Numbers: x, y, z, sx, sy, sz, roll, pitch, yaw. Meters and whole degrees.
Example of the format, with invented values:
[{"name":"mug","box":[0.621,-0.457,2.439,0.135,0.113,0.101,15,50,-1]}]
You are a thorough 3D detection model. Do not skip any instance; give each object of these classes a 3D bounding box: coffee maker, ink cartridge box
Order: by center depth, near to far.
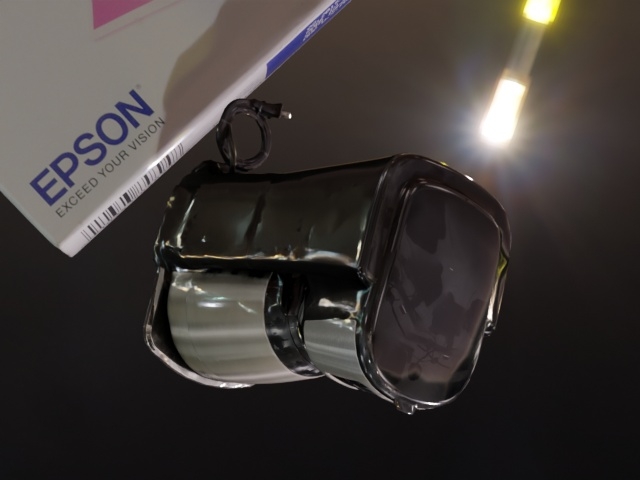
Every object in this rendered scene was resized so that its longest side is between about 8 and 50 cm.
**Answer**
[{"name":"coffee maker","box":[0.000,0.000,0.680,0.120,0.171,0.178,-6,-178,-44]},{"name":"ink cartridge box","box":[-0.170,-0.216,0.886,0.330,0.324,0.071,46,174,0]}]
